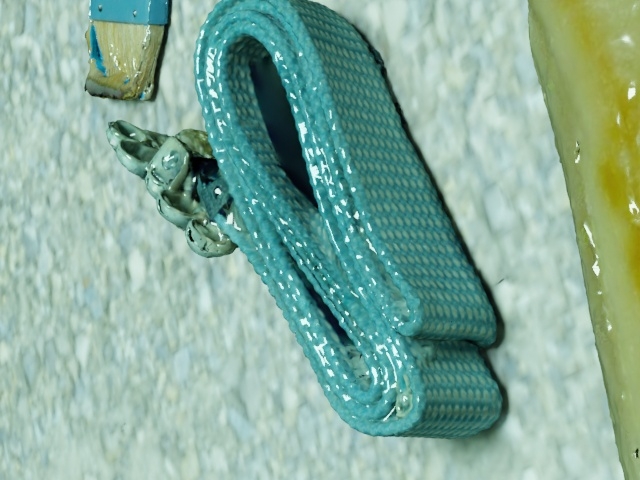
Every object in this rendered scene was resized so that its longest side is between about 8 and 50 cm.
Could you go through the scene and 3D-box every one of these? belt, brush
[{"bbox_3d":[-0.003,0.000,0.679,0.100,0.065,0.179,-45,55,31],"label":"belt"},{"bbox_3d":[-0.078,-0.140,0.814,0.051,0.014,0.164,11,98,51],"label":"brush"}]

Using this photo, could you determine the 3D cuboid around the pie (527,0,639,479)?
[{"bbox_3d":[0.119,-0.006,0.506,0.128,0.068,0.282,-26,64,38],"label":"pie"}]
